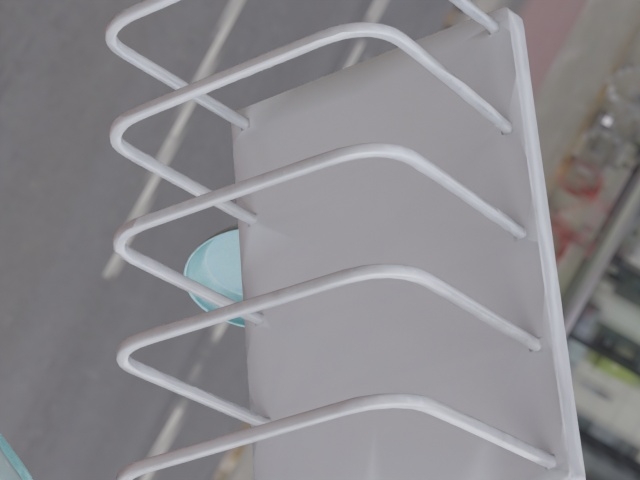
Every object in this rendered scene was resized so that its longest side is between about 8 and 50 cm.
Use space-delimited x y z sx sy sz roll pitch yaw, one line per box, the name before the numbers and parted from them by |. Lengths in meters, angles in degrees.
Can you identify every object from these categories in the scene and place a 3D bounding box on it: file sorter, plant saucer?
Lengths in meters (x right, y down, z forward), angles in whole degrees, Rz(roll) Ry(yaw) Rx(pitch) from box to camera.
file sorter | 0.000 0.000 1.023 0.173 0.193 0.277 30 48 -51
plant saucer | -0.038 0.020 1.387 0.119 0.119 0.021 109 -14 -49

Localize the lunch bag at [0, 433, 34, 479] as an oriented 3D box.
lunch bag | -0.283 0.147 1.149 0.160 0.262 0.223 -28 -172 10
